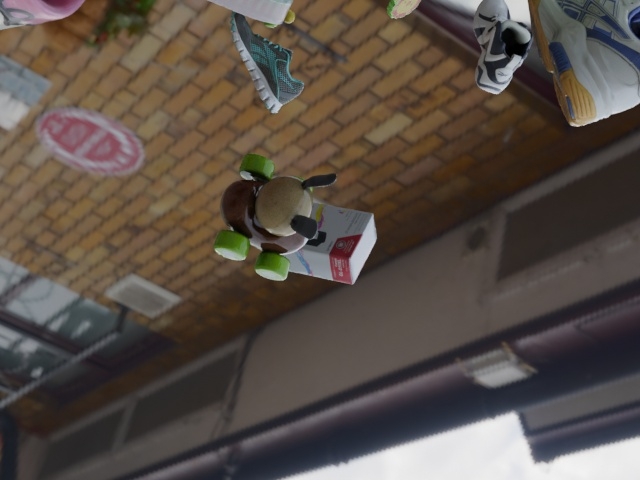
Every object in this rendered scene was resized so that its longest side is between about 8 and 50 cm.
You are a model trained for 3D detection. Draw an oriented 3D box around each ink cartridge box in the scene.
[{"bbox_3d":[0.000,0.000,2.172,0.175,0.072,0.127,11,-132,20],"label":"ink cartridge box"}]

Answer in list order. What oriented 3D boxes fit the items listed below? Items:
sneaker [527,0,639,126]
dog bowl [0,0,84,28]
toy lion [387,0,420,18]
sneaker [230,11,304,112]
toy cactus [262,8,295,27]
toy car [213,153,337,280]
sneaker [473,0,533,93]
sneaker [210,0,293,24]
[{"bbox_3d":[0.320,-0.247,1.358,0.131,0.112,0.296,-16,-134,8],"label":"sneaker"},{"bbox_3d":[-0.412,-0.472,1.560,0.408,0.150,0.407,6,90,-78],"label":"dog bowl"},{"bbox_3d":[0.155,-0.439,2.087,0.096,0.100,0.034,-40,-109,19],"label":"toy lion"},{"bbox_3d":[-0.081,-0.282,1.774,0.076,0.166,0.065,-26,-162,3],"label":"sneaker"},{"bbox_3d":[-0.048,-0.409,1.729,0.219,0.112,0.180,-61,-174,22],"label":"toy cactus"},{"bbox_3d":[-0.043,-0.041,1.672,0.188,0.149,0.155,-9,-121,52],"label":"toy car"},{"bbox_3d":[0.387,-0.438,2.414,0.153,0.094,0.235,137,-30,-58],"label":"sneaker"},{"bbox_3d":[-0.130,-0.305,1.086,0.108,0.302,0.121,49,-63,42],"label":"sneaker"}]
